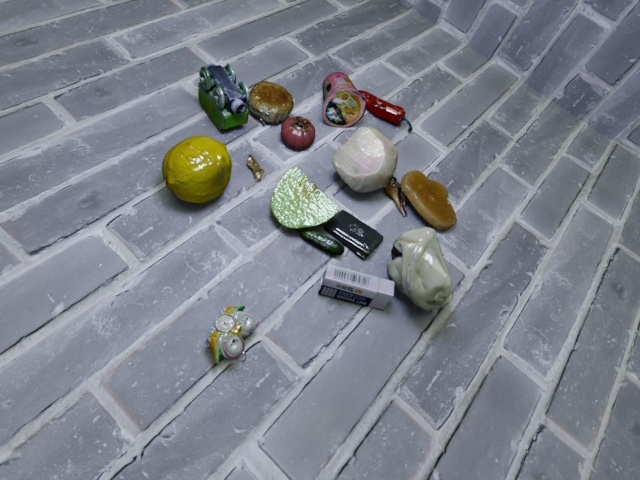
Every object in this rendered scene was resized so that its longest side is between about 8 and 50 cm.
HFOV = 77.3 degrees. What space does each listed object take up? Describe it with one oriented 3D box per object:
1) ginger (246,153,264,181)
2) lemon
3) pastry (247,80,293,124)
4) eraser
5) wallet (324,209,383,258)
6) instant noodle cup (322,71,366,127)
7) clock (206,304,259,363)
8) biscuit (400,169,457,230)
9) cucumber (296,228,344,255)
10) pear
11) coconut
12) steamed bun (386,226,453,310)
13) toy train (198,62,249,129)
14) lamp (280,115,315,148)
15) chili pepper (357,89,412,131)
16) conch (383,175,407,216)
[{"bbox_3d":[-0.307,-0.342,1.884,0.057,0.044,0.137,-6,62,-53],"label":"ginger"},{"bbox_3d":[-0.505,-0.300,1.677,0.268,0.268,0.322,43,58,13],"label":"lemon"},{"bbox_3d":[-0.260,-0.715,2.088,0.236,0.120,0.257,33,54,2],"label":"pastry"},{"bbox_3d":[0.144,0.189,1.615,0.287,0.130,0.086,15,52,-4],"label":"eraser"},{"bbox_3d":[0.152,-0.038,1.811,0.245,0.052,0.168,37,53,12],"label":"wallet"},{"bbox_3d":[0.107,-0.782,2.177,0.244,0.244,0.255,1,52,-14],"label":"instant noodle cup"},{"bbox_3d":[-0.313,0.329,1.419,0.144,0.103,0.231,19,54,7],"label":"clock"},{"bbox_3d":[0.544,-0.210,1.988,0.343,0.057,0.287,48,46,1],"label":"biscuit"},{"bbox_3d":[0.000,0.000,1.734,0.228,0.069,0.069,27,56,5],"label":"cucumber"},{"bbox_3d":[-0.094,-0.145,1.767,0.239,0.139,0.288,-42,80,-17],"label":"pear"},{"bbox_3d":[0.226,-0.364,1.888,0.297,0.297,0.254,-30,71,-29],"label":"coconut"},{"bbox_3d":[0.395,0.123,1.648,0.238,0.394,0.346,-15,103,13],"label":"steamed bun"},{"bbox_3d":[-0.470,-0.688,1.933,0.174,0.249,0.307,-26,69,-30],"label":"toy train"},{"bbox_3d":[-0.110,-0.549,2.008,0.182,0.140,0.182,10,55,-14],"label":"lamp"},{"bbox_3d":[0.367,-0.745,2.277,0.388,0.110,0.110,29,56,4],"label":"chili pepper"},{"bbox_3d":[0.379,-0.235,1.975,0.232,0.086,0.080,53,36,12],"label":"conch"}]
